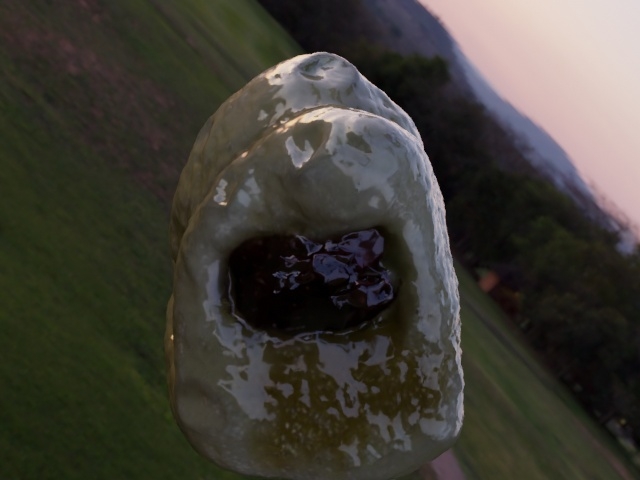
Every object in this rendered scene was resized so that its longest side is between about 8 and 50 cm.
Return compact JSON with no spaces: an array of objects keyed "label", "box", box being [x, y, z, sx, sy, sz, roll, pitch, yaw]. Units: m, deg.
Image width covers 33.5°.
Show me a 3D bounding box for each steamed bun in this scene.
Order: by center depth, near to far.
[{"label":"steamed bun","box":[0.000,0.000,0.474,0.140,0.155,0.172,1,34,-6]}]
